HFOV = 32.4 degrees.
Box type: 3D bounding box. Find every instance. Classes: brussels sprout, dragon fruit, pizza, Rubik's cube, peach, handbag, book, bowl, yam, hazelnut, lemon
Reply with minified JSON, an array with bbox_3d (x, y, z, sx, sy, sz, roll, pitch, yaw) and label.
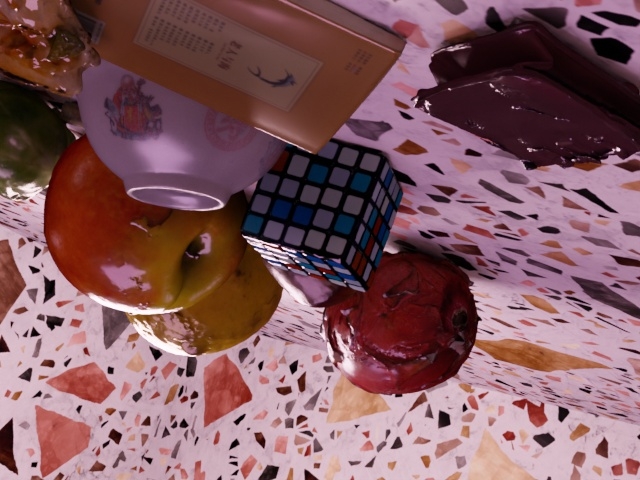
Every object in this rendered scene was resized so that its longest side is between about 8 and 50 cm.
[{"bbox_3d":[-0.557,-0.179,1.985,0.244,0.244,0.244,19,168,4],"label":"brussels sprout"},{"bbox_3d":[0.156,0.155,2.132,0.295,0.296,0.301,29,151,-36],"label":"dragon fruit"},{"bbox_3d":[-0.422,-0.313,1.257,0.435,0.080,0.392,6,144,52],"label":"pizza"},{"bbox_3d":[0.005,-0.044,1.721,0.184,0.187,0.182,18,168,18],"label":"Rubik's cube"},{"bbox_3d":[-0.304,-0.051,1.870,0.370,0.370,0.370,19,168,4],"label":"peach"},{"bbox_3d":[0.234,-0.148,1.183,0.216,0.074,0.203,24,167,-24],"label":"handbag"},{"bbox_3d":[-0.125,-0.238,1.291,0.388,0.032,0.269,23,151,-14],"label":"book"},{"bbox_3d":[-0.194,-0.133,1.552,0.345,0.157,0.345,6,170,1],"label":"bowl"},{"bbox_3d":[-0.416,-0.219,1.964,0.094,0.043,0.043,15,167,18],"label":"yam"},{"bbox_3d":[0.000,0.000,1.932,0.229,0.230,0.229,19,168,4],"label":"hazelnut"},{"bbox_3d":[-0.254,0.068,2.257,0.349,0.350,0.387,26,169,-25],"label":"lemon"}]
